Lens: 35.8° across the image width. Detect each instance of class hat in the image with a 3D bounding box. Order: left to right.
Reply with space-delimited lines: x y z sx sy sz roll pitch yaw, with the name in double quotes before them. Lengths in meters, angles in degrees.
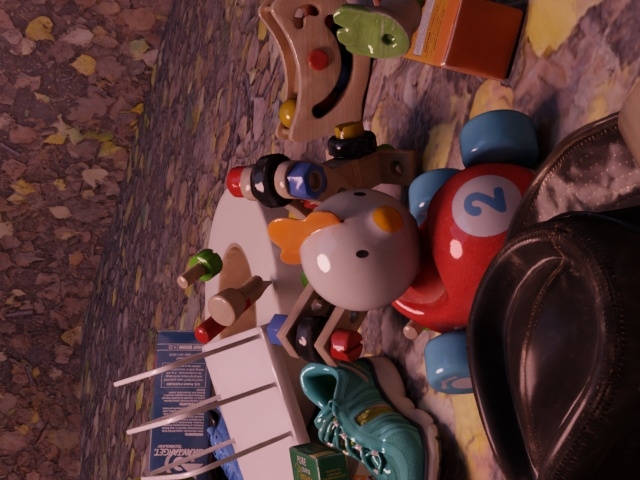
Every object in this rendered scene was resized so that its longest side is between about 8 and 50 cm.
"hat" 0.175 0.083 0.616 0.331 0.134 0.331 18 112 55

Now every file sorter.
"file sorter" -0.132 0.273 1.274 0.193 0.173 0.278 -24 82 57

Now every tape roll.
"tape roll" -0.092 0.108 1.468 0.392 0.072 0.392 180 90 -69

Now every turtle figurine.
"turtle figurine" 0.064 -0.310 0.919 0.197 0.275 0.266 -28 25 42

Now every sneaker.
"sneaker" -0.141 0.343 1.573 0.209 0.082 0.069 -107 34 -47
"sneaker" 0.050 0.213 1.066 0.275 0.110 0.107 -129 50 -63

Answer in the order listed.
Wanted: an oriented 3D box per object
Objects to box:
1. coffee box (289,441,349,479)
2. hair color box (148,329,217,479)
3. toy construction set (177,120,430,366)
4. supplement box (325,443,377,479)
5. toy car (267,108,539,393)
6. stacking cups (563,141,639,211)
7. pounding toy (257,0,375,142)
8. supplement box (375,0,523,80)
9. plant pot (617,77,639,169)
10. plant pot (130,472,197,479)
"coffee box" 0.009 0.333 1.155 0.113 0.040 0.184 161 101 -72
"hair color box" -0.236 0.345 1.725 0.174 0.105 0.347 94 176 -68
"toy construction set" 0.000 0.000 1.178 0.309 0.237 0.257 -28 98 42
"supplement box" 0.042 0.249 1.176 0.098 0.036 0.062 -120 42 -58
"toy car" 0.074 0.002 0.901 0.210 0.238 0.219 130 143 -55
"stacking cups" 0.286 -0.106 0.612 0.316 0.096 0.096 -44 42 52
"pounding toy" 0.001 -0.261 1.324 0.155 0.154 0.270 -153 72 -69
"supplement box" 0.127 -0.231 1.085 0.233 0.078 0.080 -142 63 -67
"plant pot" 0.282 0.034 0.374 0.256 0.256 0.274 -41 61 60
"plant pot" -0.181 0.507 1.414 0.293 0.274 0.275 10 91 55
